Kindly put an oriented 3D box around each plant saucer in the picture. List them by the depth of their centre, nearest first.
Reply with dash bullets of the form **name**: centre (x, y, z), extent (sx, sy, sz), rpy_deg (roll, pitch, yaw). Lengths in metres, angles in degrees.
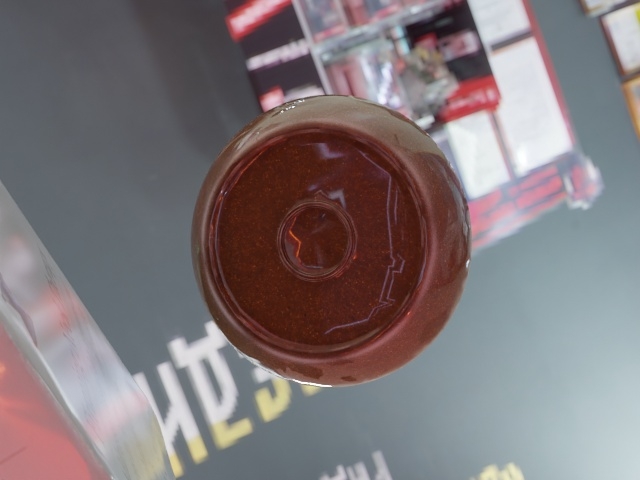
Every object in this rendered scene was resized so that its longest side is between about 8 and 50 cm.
- **plant saucer**: centre (0.000, 0.000, 0.784), extent (0.168, 0.168, 0.029), rpy_deg (-18, 173, 17)

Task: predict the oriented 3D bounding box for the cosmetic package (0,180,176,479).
- **cosmetic package**: centre (-0.286, 0.105, 0.723), extent (0.327, 0.393, 0.329), rpy_deg (-31, -153, -5)
